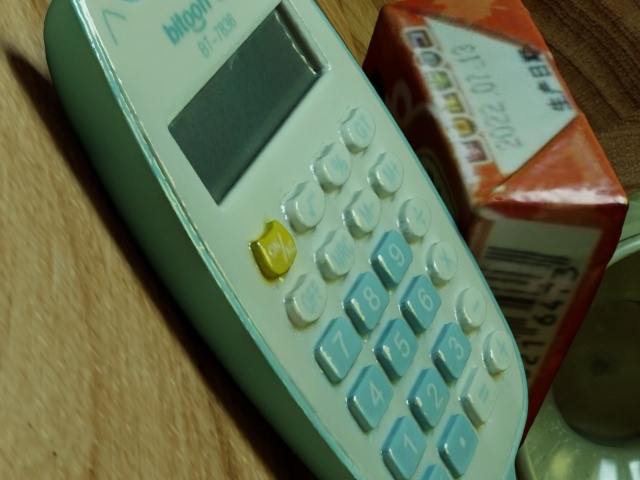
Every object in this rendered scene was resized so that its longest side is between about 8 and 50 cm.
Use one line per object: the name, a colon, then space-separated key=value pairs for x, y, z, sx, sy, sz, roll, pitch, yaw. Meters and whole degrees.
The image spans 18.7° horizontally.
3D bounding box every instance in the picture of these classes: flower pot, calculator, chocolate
flower pot: x=0.252 y=0.111 z=1.570 sx=0.307 sy=0.307 sz=0.244 roll=58 pitch=-6 yaw=-10
calculator: x=0.000 y=0.000 z=1.047 sx=0.386 sy=0.054 sz=0.256 roll=54 pitch=31 yaw=-13
chocolate: x=0.089 y=-0.017 z=1.296 sx=0.237 sy=0.108 sz=0.235 roll=107 pitch=-27 yaw=-43
